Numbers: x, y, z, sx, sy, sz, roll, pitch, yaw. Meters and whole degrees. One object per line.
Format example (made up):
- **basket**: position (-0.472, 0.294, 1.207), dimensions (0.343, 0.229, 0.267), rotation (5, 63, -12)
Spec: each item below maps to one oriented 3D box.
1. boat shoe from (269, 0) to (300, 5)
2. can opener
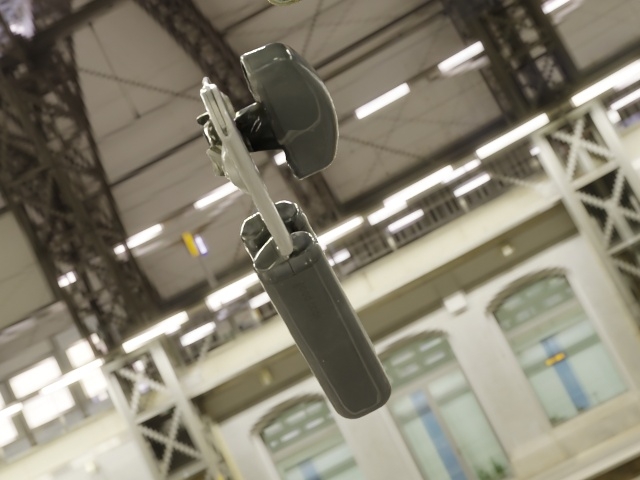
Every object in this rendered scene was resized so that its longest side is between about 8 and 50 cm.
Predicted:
- **boat shoe**: position (0.031, -0.266, 0.683), dimensions (0.113, 0.103, 0.302), rotation (4, -35, -27)
- **can opener**: position (0.000, 0.000, 0.770), dimensions (0.095, 0.076, 0.283), rotation (-27, -52, 1)
